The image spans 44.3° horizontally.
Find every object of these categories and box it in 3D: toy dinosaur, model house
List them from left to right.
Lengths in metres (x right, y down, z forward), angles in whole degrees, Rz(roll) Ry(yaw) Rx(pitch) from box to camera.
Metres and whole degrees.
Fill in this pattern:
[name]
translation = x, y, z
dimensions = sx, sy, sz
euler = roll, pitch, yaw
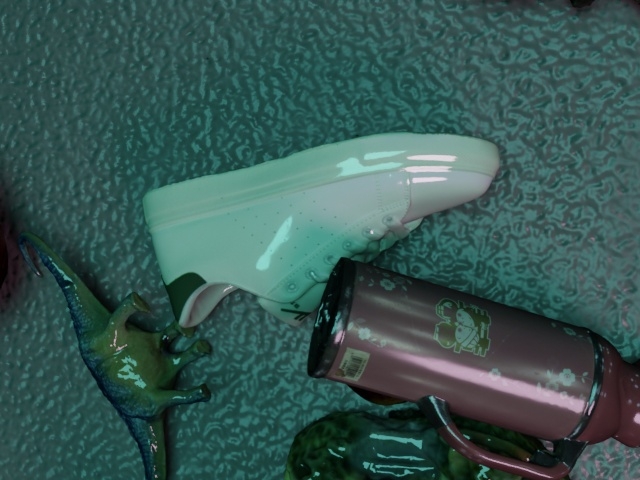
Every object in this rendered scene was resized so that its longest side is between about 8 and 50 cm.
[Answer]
[toy dinosaur]
translation = -0.202, 0.127, 0.829
dimensions = 0.147, 0.076, 0.363
euler = -31, 85, 16
[model house]
translation = 0.082, 0.294, 0.666
dimensions = 0.321, 0.266, 0.261
euler = -1, 91, 12

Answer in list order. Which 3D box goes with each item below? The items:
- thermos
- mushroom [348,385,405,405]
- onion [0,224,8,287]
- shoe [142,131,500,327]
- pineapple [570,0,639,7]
[thermos]
translation = 0.160, 0.119, 0.694
dimensions = 0.330, 0.136, 0.109
euler = 16, 121, -7
[mushroom]
translation = 0.064, 0.103, 0.786
dimensions = 0.123, 0.052, 0.123
euler = -1, 84, 9
[onion]
translation = -0.463, -0.011, 0.828
dimensions = 0.281, 0.281, 0.221
euler = 39, 138, 11
[shoe]
translation = 0.000, 0.000, 0.767
dimensions = 0.363, 0.132, 0.160
euler = -10, 84, 16
[pineapple]
translation = 0.250, -0.273, 0.742
dimensions = 0.251, 0.125, 0.125
euler = 18, 91, 7
